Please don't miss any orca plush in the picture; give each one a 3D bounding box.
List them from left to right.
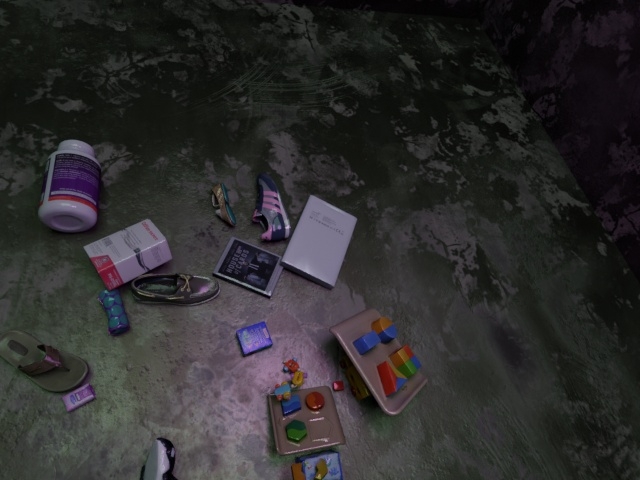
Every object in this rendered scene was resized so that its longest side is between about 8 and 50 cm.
[{"bbox_3d":[-0.439,0.720,1.193,0.102,0.151,0.288,19,49,-42],"label":"orca plush"}]

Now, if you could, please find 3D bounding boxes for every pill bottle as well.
[{"bbox_3d":[-0.908,-0.203,1.534,0.181,0.182,0.323,-1,62,-16],"label":"pill bottle"}]

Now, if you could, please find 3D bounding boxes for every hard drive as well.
[{"bbox_3d":[0.000,0.000,1.734,0.232,0.047,0.353,27,56,-8],"label":"hard drive"}]

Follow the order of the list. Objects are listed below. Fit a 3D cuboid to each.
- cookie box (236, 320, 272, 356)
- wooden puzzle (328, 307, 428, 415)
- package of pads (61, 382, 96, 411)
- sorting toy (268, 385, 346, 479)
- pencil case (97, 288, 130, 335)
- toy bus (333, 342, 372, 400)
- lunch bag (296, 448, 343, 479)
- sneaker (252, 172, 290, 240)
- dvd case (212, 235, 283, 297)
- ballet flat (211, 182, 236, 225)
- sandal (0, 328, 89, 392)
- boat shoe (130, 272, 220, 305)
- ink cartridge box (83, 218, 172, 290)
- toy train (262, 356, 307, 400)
[{"bbox_3d":[-0.235,0.350,1.490,0.107,0.040,0.092,-15,66,-22],"label":"cookie box"},{"bbox_3d":[0.225,0.397,1.481,0.348,0.080,0.322,52,29,17],"label":"wooden puzzle"},{"bbox_3d":[-0.740,0.482,1.283,0.083,0.032,0.050,-27,74,-27],"label":"package of pads"},{"bbox_3d":[-0.036,0.606,1.333,0.228,0.041,0.307,0,37,-17],"label":"sorting toy"},{"bbox_3d":[-0.697,0.240,1.411,0.070,0.064,0.152,-13,64,-39],"label":"pencil case"},{"bbox_3d":[0.145,0.462,1.494,0.202,0.104,0.191,25,58,-1],"label":"toy bus"},{"bbox_3d":[0.002,0.748,1.305,0.128,0.096,0.152,-2,75,-19],"label":"lunch bag"},{"bbox_3d":[-0.230,-0.143,1.728,0.130,0.112,0.319,-13,64,-24],"label":"sneaker"},{"bbox_3d":[-0.271,0.102,1.627,0.238,0.030,0.179,23,57,-3],"label":"dvd case"},{"bbox_3d":[-0.401,-0.138,1.716,0.067,0.073,0.206,-23,64,4],"label":"ballet flat"},{"bbox_3d":[-0.863,0.367,1.280,0.302,0.086,0.120,26,58,0],"label":"sandal"},{"bbox_3d":[-0.509,0.168,1.487,0.304,0.091,0.109,-1,62,-16],"label":"boat shoe"},{"bbox_3d":[-0.672,0.044,1.474,0.237,0.100,0.172,-30,47,-27],"label":"ink cartridge box"},{"bbox_3d":[-0.111,0.480,1.429,0.125,0.046,0.166,8,38,39],"label":"toy train"}]
